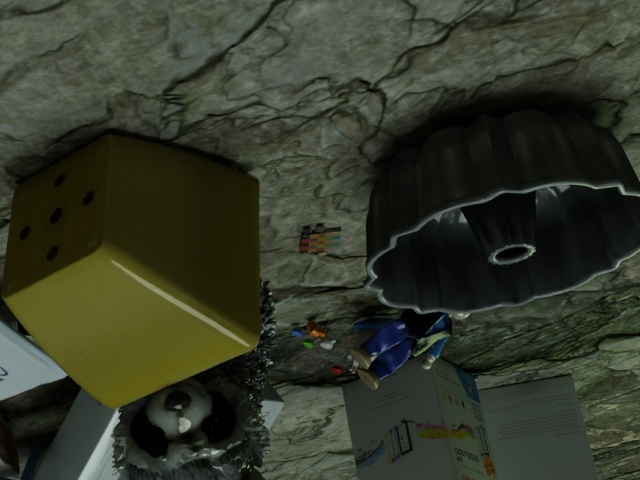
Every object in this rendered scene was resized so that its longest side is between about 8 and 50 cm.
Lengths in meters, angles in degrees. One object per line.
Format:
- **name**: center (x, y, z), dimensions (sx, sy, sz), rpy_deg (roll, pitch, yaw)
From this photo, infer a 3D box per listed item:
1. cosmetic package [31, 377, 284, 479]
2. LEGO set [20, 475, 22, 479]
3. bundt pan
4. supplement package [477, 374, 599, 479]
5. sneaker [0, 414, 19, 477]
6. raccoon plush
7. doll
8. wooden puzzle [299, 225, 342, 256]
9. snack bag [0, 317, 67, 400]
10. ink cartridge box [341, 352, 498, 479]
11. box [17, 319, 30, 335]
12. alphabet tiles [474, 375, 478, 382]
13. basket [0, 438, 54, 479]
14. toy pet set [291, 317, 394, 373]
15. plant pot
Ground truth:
- **cosmetic package**: center (-0.261, 0.343, 1.919), dimensions (0.284, 0.097, 0.377), rpy_deg (12, 114, -44)
- **LEGO set**: center (-0.477, 0.409, 2.285), dimensions (0.054, 0.023, 0.083), rpy_deg (-23, 140, 21)
- **bundt pan**: center (0.199, -0.038, 1.461), dimensions (0.331, 0.124, 0.331), rpy_deg (-8, 156, -4)
- **supplement package**: center (0.376, 0.410, 2.294), dimensions (0.177, 0.293, 0.175), rpy_deg (-9, 155, -2)
- **sneaker**: center (-0.517, 0.295, 1.910), dimensions (0.121, 0.108, 0.302), rpy_deg (-12, 157, -8)
- **raccoon plush**: center (-0.109, 0.221, 1.560), dimensions (0.216, 0.299, 0.446), rpy_deg (-20, 154, 16)
- **doll**: center (0.132, 0.130, 1.820), dimensions (0.189, 0.046, 0.129), rpy_deg (-33, 122, -20)
- **wooden puzzle**: center (0.000, 0.000, 1.603), dimensions (0.049, 0.006, 0.083), rpy_deg (-7, 155, -8)
- **snack bag**: center (-0.513, 0.153, 1.577), dimensions (0.342, 0.037, 0.323), rpy_deg (-21, 142, 16)
- **ink cartridge box**: center (0.162, 0.328, 2.092), dimensions (0.168, 0.233, 0.171), rpy_deg (-24, 149, 24)
- **box**: center (-0.232, 0.070, 1.607), dimensions (0.220, 0.051, 0.175), rpy_deg (10, 148, -38)
- **alphabet tiles**: center (0.167, 0.293, 2.301), dimensions (0.198, 0.009, 0.237), rpy_deg (-9, 155, -3)
- **basket**: center (-0.415, 0.429, 2.150), dimensions (0.289, 0.201, 0.255), rpy_deg (8, 165, 43)
- **toy pet set**: center (0.043, 0.133, 1.865), dimensions (0.114, 0.065, 0.122), rpy_deg (-2, 146, 37)
- **plant pot**: center (-0.201, 0.016, 1.342), dimensions (0.212, 0.212, 0.187), rpy_deg (-24, 139, 28)
